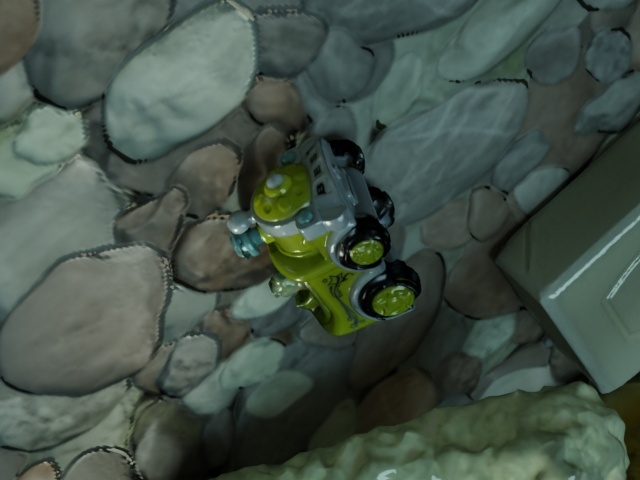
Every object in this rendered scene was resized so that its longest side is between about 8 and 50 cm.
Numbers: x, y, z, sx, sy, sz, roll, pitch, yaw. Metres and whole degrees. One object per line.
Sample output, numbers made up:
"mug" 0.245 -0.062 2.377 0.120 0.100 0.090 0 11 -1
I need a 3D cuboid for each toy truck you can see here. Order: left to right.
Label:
"toy truck" 0.000 0.000 0.696 0.077 0.076 0.111 -26 135 11

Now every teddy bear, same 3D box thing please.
"teddy bear" 0.002 0.285 0.665 0.375 0.362 0.327 -9 123 4

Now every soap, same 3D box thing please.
"soap" 0.207 -0.006 0.832 0.183 0.064 0.121 -43 132 -2

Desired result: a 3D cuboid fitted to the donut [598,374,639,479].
"donut" 0.237 0.253 0.974 0.330 0.160 0.330 -25 137 -26
